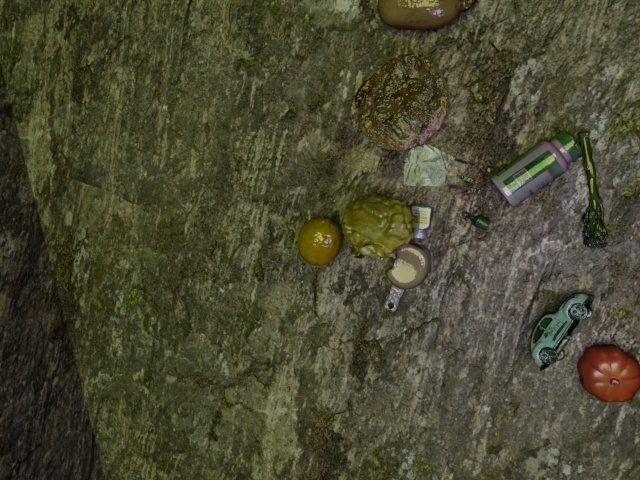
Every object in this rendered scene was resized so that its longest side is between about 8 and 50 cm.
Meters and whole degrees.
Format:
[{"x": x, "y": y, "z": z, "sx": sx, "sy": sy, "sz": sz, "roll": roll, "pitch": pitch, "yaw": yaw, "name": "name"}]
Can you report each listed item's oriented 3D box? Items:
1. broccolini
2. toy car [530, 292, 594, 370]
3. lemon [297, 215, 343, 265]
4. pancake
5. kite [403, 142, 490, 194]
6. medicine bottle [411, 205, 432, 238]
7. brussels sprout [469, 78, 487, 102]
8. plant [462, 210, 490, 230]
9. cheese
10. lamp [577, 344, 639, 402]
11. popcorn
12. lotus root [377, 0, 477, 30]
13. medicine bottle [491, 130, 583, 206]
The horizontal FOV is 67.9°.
[{"x": 0.888, "y": -0.165, "z": 1.571, "sx": 0.078, "sy": 0.074, "sz": 0.392, "roll": -11, "pitch": 93, "yaw": 13, "name": "broccolini"}, {"x": 0.807, "y": 0.296, "z": 1.617, "sx": 0.125, "sy": 0.136, "sz": 0.306, "roll": 34, "pitch": 105, "yaw": 35, "name": "toy car"}, {"x": 0.000, "y": 0.003, "z": 1.845, "sx": 0.180, "sy": 0.180, "sz": 0.193, "roll": -1, "pitch": 94, "yaw": 19, "name": "lemon"}, {"x": 0.298, "y": -0.500, "z": 1.752, "sx": 0.356, "sy": 0.065, "sz": 0.356, "roll": 1, "pitch": 94, "yaw": 20, "name": "pancake"}, {"x": 0.459, "y": -0.264, "z": 1.743, "sx": 0.309, "sy": 0.015, "sz": 0.169, "roll": 13, "pitch": 98, "yaw": 18, "name": "kite"}, {"x": 0.372, "y": -0.069, "z": 1.769, "sx": 0.074, "sy": 0.055, "sz": 0.118, "roll": 9, "pitch": 98, "yaw": 17, "name": "medicine bottle"}, {"x": 0.552, "y": -0.523, "z": 1.669, "sx": 0.051, "sy": 0.046, "sz": 0.083, "roll": -12, "pitch": 92, "yaw": 26, "name": "brussels sprout"}, {"x": 0.556, "y": -0.077, "z": 1.709, "sx": 0.102, "sy": 0.051, "sz": 0.051, "roll": 31, "pitch": 104, "yaw": 19, "name": "plant"}, {"x": 0.310, "y": 0.139, "z": 1.797, "sx": 0.163, "sy": 0.082, "sz": 0.286, "roll": 27, "pitch": 104, "yaw": 16, "name": "cheese"}, {"x": 0.949, "y": 0.439, "z": 1.561, "sx": 0.187, "sy": 0.164, "sz": 0.188, "roll": 3, "pitch": 99, "yaw": 19, "name": "lamp"}, {"x": 0.204, "y": -0.053, "z": 1.722, "sx": 0.270, "sy": 0.224, "sz": 0.258, "roll": -37, "pitch": 52, "yaw": 19, "name": "popcorn"}, {"x": 0.365, "y": -0.824, "z": 1.649, "sx": 0.342, "sy": 0.151, "sz": 0.169, "roll": 9, "pitch": 98, "yaw": 21, "name": "lotus root"}, {"x": 0.723, "y": -0.242, "z": 1.591, "sx": 0.274, "sy": 0.133, "sz": 0.133, "roll": -39, "pitch": 82, "yaw": 19, "name": "medicine bottle"}]
